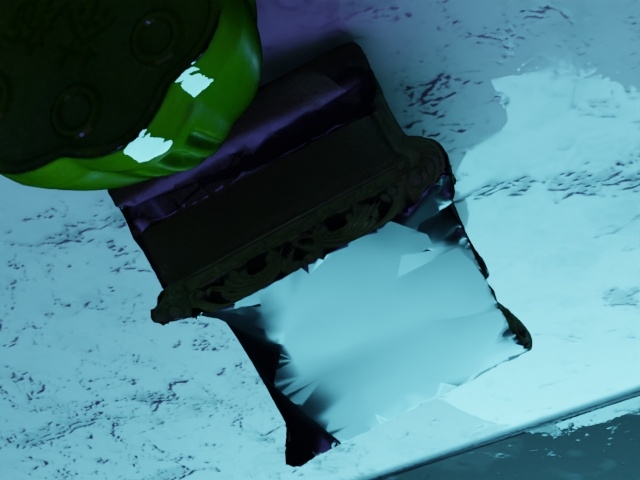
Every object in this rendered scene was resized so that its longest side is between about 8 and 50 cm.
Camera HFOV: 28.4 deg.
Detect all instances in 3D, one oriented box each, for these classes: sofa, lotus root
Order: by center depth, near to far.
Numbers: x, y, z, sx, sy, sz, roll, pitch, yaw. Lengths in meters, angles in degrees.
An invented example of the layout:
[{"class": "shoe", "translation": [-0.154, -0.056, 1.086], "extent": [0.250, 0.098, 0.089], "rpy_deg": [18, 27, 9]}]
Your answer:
[{"class": "lotus root", "translation": [-0.099, -0.100, 0.681], "extent": [0.186, 0.186, 0.186], "rpy_deg": [0, 145, 0]}, {"class": "sofa", "translation": [0.000, 0.000, 0.840], "extent": [0.200, 0.182, 0.258], "rpy_deg": [-27, 140, 6]}]
